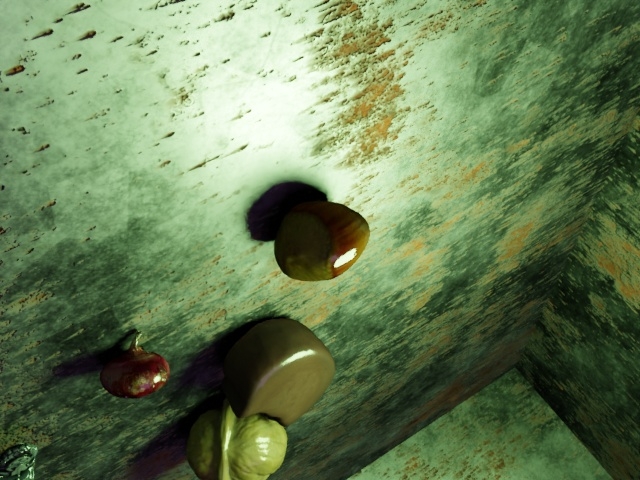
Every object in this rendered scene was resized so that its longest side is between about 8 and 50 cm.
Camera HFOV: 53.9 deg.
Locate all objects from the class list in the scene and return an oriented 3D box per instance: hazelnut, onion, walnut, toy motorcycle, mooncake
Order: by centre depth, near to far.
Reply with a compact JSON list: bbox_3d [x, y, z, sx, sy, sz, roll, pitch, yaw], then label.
[{"bbox_3d":[-0.004,-0.009,1.389,0.186,0.210,0.210,27,113,-32],"label":"hazelnut"},{"bbox_3d":[-0.411,0.268,1.399,0.150,0.150,0.140,-9,109,-39],"label":"onion"},{"bbox_3d":[-0.763,0.552,1.413,0.307,0.108,0.173,-30,154,-9],"label":"toy motorcycle"},{"bbox_3d":[-0.119,0.366,1.733,0.326,0.174,0.333,-9,131,-42],"label":"mooncake"},{"bbox_3d":[-0.248,0.600,1.856,0.297,0.285,0.285,-1,148,8],"label":"walnut"}]
